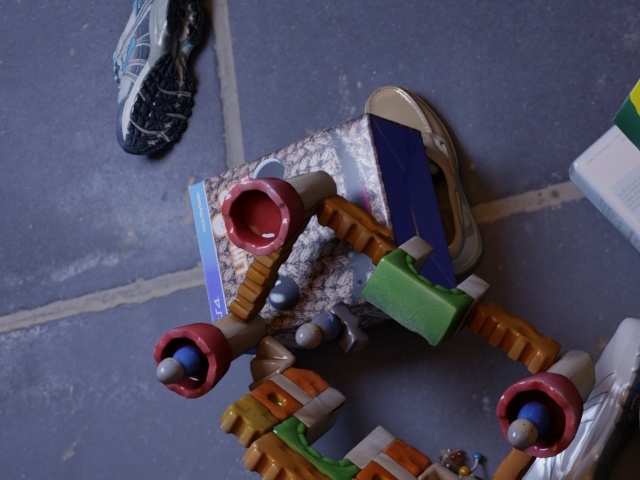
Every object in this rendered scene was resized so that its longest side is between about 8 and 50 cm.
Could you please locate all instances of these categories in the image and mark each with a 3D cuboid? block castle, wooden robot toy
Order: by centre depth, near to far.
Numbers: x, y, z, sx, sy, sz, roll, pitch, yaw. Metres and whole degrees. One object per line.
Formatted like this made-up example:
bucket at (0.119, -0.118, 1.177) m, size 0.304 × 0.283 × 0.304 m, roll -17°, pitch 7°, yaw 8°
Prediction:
block castle at (0.048, 0.154, 1.506) m, size 0.453 × 0.213 × 0.303 m, roll 36°, pitch 117°, yaw 14°
wooden robot toy at (0.178, 0.320, 1.639) m, size 0.076 × 0.079 × 0.173 m, roll -27°, pitch 62°, yaw 8°

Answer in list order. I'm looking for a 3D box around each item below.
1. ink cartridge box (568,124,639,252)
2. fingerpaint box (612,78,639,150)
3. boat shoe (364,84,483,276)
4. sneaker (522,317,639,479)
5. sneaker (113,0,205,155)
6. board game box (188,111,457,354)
ink cartridge box at (0.552, -0.053, 1.675) m, size 0.308 × 0.091 × 0.385 m, roll -41°, pitch 78°, yaw 0°
fingerpaint box at (0.610, -0.114, 1.460) m, size 0.445 × 0.163 × 0.371 m, roll -22°, pitch 64°, yaw -33°
boat shoe at (0.131, -0.096, 1.812) m, size 0.109 × 0.098 × 0.302 m, roll -24°, pitch 64°, yaw 10°
sneaker at (0.310, 0.219, 1.622) m, size 0.129 × 0.111 × 0.297 m, roll 22°, pitch 77°, yaw 32°
sneaker at (-0.259, -0.254, 2.031) m, size 0.122 × 0.110 × 0.283 m, roll -2°, pitch 65°, yaw 38°
board game box at (0.000, 0.000, 1.734) m, size 0.291 × 0.141 × 0.232 m, roll -21°, pitch 72°, yaw 30°
